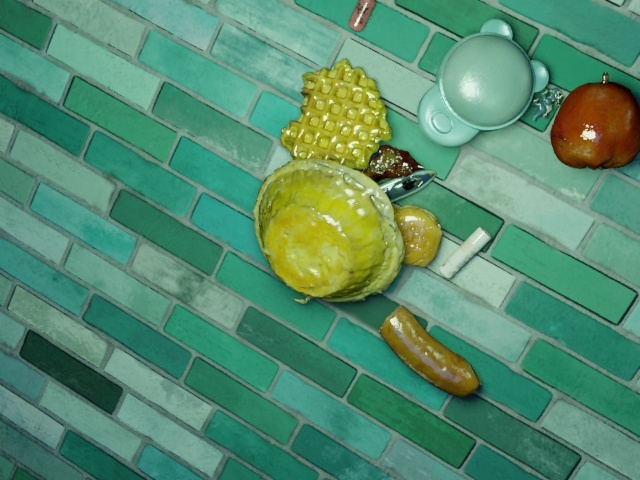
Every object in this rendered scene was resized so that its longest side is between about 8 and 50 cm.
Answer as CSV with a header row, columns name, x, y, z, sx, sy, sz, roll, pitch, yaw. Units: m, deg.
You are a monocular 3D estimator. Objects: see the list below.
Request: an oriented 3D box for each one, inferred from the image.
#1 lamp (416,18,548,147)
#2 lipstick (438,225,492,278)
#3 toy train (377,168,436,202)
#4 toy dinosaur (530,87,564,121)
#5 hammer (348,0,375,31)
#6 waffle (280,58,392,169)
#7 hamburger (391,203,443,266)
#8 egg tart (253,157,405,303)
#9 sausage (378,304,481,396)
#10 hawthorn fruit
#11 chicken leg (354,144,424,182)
name,x,y,z,sx,sy,sz,roll,pitch,yaw
lamp,0.335,-0.322,1.538,0.284,0.147,0.209,-41,90,17
lipstick,0.334,0.030,1.649,0.040,0.040,0.141,43,106,4
toy train,0.151,-0.112,1.670,0.251,0.048,0.055,-22,95,16
toy dinosaur,0.494,-0.298,1.562,0.083,0.030,0.047,-40,85,17
hammer,0.095,-0.518,1.625,0.043,0.043,0.083,29,104,8
waffle,0.025,-0.276,1.643,0.291,0.051,0.291,-2,82,16
hamburger,0.208,-0.012,1.653,0.147,0.083,0.138,15,102,8
egg tart,0.000,0.000,1.609,0.387,0.169,0.388,13,123,22
sausage,0.257,0.271,1.675,0.270,0.109,0.109,38,106,6
hawthorn fruit,0.574,-0.245,1.472,0.185,0.185,0.202,12,101,12
chicken leg,0.120,-0.168,1.655,0.233,0.063,0.105,-19,77,16
